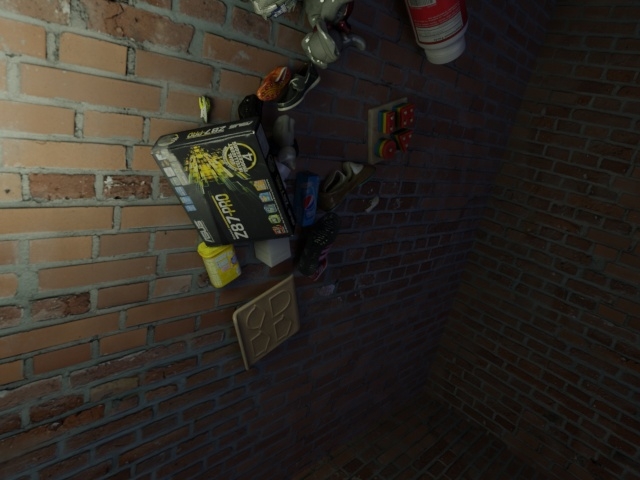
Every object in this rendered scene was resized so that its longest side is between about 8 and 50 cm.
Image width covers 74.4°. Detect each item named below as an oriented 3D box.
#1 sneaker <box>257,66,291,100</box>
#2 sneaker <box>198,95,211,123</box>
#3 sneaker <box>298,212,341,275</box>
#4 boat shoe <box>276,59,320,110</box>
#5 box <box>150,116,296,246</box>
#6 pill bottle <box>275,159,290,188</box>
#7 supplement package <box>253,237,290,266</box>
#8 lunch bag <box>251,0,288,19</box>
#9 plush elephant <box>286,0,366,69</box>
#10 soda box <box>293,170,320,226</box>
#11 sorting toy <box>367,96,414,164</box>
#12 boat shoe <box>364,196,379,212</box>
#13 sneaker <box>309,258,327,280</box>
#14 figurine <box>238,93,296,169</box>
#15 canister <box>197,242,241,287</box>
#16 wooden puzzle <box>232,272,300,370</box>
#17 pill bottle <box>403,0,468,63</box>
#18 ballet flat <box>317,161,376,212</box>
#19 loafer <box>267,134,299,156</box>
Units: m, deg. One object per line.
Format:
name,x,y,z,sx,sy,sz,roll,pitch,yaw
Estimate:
sneaker,-0.161,-0.512,1.386,0.175,0.067,0.064,-57,144,-36
sneaker,-0.347,-0.399,1.288,0.035,0.031,0.084,-23,127,-39
sneaker,0.000,0.000,1.819,0.319,0.112,0.131,-59,177,27
boat shoe,-0.086,-0.531,1.454,0.233,0.083,0.079,-57,139,-28
box,-0.278,-0.161,1.299,0.097,0.317,0.395,-82,162,-45
pill bottle,-0.198,-0.177,1.510,0.124,0.124,0.222,33,86,-51
supplement package,-0.192,-0.009,1.629,0.105,0.105,0.180,-30,132,-34
lunch bag,-0.140,-0.809,1.142,0.256,0.213,0.305,-38,131,-2
plush elephant,0.046,-0.705,1.378,0.329,0.272,0.256,-18,114,-7
soda box,-0.060,-0.169,1.710,0.067,0.071,0.210,-16,123,-43
sorting toy,0.335,-0.501,1.947,0.257,0.089,0.256,-30,132,-34
boat shoe,0.252,-0.183,2.083,0.100,0.035,0.035,-48,142,-8
sneaker,-0.015,0.128,1.956,0.119,0.042,0.067,-59,145,-2
figurine,-0.163,-0.336,1.354,0.214,0.210,0.092,24,131,-33
canister,-0.358,0.072,1.517,0.126,0.073,0.170,-34,135,-31
wooden puzzle,-0.231,0.340,1.817,0.347,0.080,0.323,-35,135,-37
pill bottle,0.477,-0.950,1.735,0.229,0.228,0.408,-54,141,-11
ballet flat,0.107,-0.264,1.834,0.342,0.116,0.124,-40,117,-20
loafer,-0.172,-0.337,1.495,0.223,0.076,0.079,-6,94,-41
